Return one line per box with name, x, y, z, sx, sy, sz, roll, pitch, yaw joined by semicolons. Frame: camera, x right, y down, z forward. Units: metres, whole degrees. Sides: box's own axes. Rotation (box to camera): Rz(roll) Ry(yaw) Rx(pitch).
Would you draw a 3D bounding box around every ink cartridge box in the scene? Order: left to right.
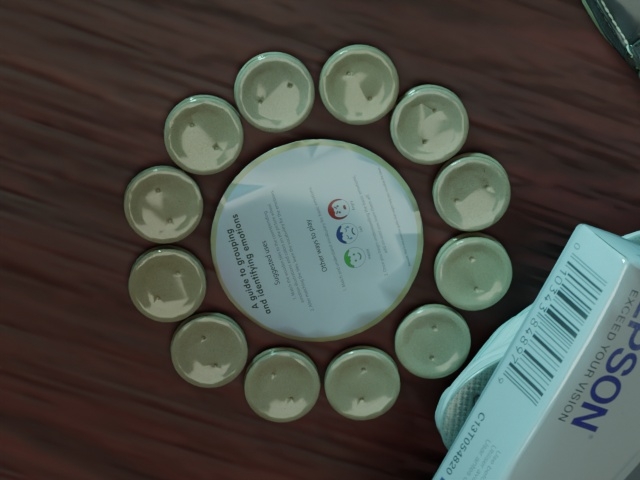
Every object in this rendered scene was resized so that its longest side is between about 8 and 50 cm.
ink cartridge box;0.154;0.122;0.851;0.224;0.045;0.223;18;107;-34

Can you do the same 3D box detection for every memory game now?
memory game;0.000;0.000;0.859;0.186;0.012;0.186;-1;109;-4

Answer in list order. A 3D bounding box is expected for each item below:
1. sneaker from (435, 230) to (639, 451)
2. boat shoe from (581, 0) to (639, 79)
sneaker;0.112;0.042;0.860;0.152;0.061;0.054;-36;99;-3
boat shoe;0.169;-0.082;0.826;0.056;0.049;0.152;-41;106;9
